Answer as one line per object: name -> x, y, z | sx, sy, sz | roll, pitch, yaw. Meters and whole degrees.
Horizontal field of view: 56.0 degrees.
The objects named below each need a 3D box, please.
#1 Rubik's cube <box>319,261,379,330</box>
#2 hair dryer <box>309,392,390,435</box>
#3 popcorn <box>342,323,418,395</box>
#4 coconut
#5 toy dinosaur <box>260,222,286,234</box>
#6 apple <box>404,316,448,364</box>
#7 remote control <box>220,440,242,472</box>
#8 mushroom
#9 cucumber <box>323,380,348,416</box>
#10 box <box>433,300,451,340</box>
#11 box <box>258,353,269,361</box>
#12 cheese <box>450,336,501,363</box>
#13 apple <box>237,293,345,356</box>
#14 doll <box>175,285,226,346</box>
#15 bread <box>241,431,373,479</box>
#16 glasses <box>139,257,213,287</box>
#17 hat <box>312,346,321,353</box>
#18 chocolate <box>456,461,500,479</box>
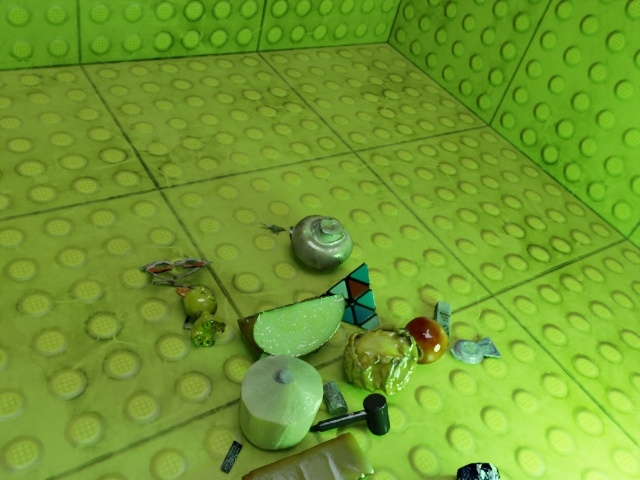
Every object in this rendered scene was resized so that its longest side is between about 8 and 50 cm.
Rubik's cube -> 0.120, 0.254, 2.150 | 0.250, 0.284, 0.234 | -32, 81, -13
hair dryer -> 0.088, 0.553, 1.814 | 0.248, 0.114, 0.070 | -15, 24, -8
popcorn -> 0.194, 0.390, 1.941 | 0.250, 0.190, 0.250 | -1, 56, 1
coconut -> -0.118, 0.452, 1.720 | 0.239, 0.244, 0.239 | 10, 41, -9
toy dinosaur -> -0.189, -0.049, 2.402 | 0.113, 0.026, 0.041 | 11, 34, -21
apple -> 0.353, 0.346, 2.064 | 0.163, 0.163, 0.139 | 33, 46, 17
remote control -> -0.249, 0.605, 1.681 | 0.034, 0.016, 0.091 | 34, 42, -5
mushroom -> 0.000, 0.000, 2.305 | 0.255, 0.184, 0.254 | 12, 53, -17
cucumber -> 0.043, 0.490, 1.873 | 0.064, 0.064, 0.112 | -4, 42, -23
box -> 0.445, 0.315, 2.217 | 0.055, 0.039, 0.218 | 19, 42, -1
box -> -0.120, 0.414, 1.926 | 0.167, 0.024, 0.090 | 21, 40, 5
cheese -> 0.554, 0.395, 2.166 | 0.191, 0.042, 0.105 | -5, 47, -27
apple -> -0.092, 0.267, 1.970 | 0.346, 0.179, 0.254 | -14, 45, -23
doll -> -0.394, 0.231, 1.974 | 0.143, 0.135, 0.221 | 23, 22, -47
bread -> -0.039, 0.655, 1.653 | 0.361, 0.077, 0.138 | -12, 50, -29
glasses -> -0.497, 0.109, 2.106 | 0.255, 0.095, 0.162 | -3, 18, -20
hat -> -0.037, 0.360, 2.010 | 0.087, 0.042, 0.058 | -24, 24, 1
chocolate -> 0.426, 0.786, 1.659 | 0.148, 0.126, 0.343 | 44, 41, -28
